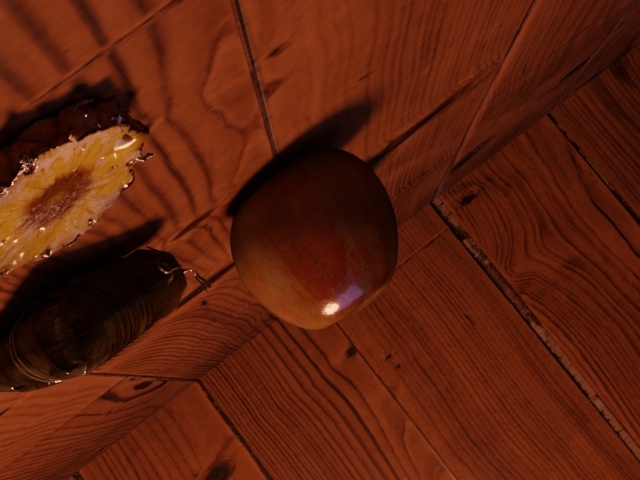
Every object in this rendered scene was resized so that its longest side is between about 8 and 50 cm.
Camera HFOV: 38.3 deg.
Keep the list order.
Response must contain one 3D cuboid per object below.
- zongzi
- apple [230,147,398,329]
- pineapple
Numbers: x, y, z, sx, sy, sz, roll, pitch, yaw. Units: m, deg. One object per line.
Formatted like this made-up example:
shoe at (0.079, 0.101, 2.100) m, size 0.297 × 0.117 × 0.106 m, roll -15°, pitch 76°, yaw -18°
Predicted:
zongzi at (-0.303, 0.101, 1.158) m, size 0.241 × 0.111 × 0.248 m, roll -21°, pitch -170°, yaw 36°
apple at (0.000, 0.000, 1.367) m, size 0.257 × 0.234 × 0.257 m, roll -36°, pitch 169°, yaw -8°
pineapple at (-0.233, -0.045, 0.776) m, size 0.221 × 0.047 × 0.221 m, roll -40°, pitch 171°, yaw -7°
